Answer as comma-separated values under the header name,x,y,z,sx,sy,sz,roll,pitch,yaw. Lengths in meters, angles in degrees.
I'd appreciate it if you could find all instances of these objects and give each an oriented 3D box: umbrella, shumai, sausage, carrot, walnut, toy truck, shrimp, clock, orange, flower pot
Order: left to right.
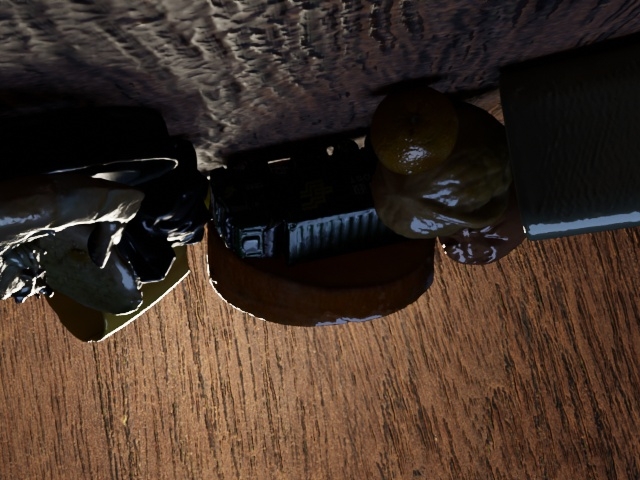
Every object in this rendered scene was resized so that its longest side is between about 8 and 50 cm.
name,x,y,z,sx,sy,sz,roll,pitch,yaw
shrimp,-0.179,-0.007,0.582,0.145,0.059,0.254,-24,172,1
clock,-0.193,-0.052,0.641,0.184,0.040,0.184,-15,179,0
shumai,-0.272,-0.009,1.085,0.201,0.201,0.120,-11,-138,46
flower pot,-0.297,0.025,1.321,0.179,0.195,0.195,-29,-169,-37
umbrella,-0.153,-0.029,0.867,0.122,0.110,0.272,-52,-171,-6
carrot,0.000,0.000,1.146,0.307,0.100,0.258,16,-137,28
toy truck,0.004,-0.049,1.072,0.259,0.121,0.088,-11,143,-11
orange,0.080,-0.094,0.775,0.085,0.085,0.085,-12,180,0
walnut,0.131,-0.072,0.953,0.166,0.149,0.166,-42,168,-11
sausage,0.244,-0.073,1.176,0.121,0.121,0.304,-12,-160,38

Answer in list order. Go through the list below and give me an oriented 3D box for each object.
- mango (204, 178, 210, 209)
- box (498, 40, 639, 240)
name,x,y,z,sx,sy,sz,roll,pitch,yaw
mango,-0.177,-0.057,1.251,0.073,0.056,0.108,-16,167,20
box,0.366,-0.110,0.885,0.344,0.177,0.352,-9,-178,16
